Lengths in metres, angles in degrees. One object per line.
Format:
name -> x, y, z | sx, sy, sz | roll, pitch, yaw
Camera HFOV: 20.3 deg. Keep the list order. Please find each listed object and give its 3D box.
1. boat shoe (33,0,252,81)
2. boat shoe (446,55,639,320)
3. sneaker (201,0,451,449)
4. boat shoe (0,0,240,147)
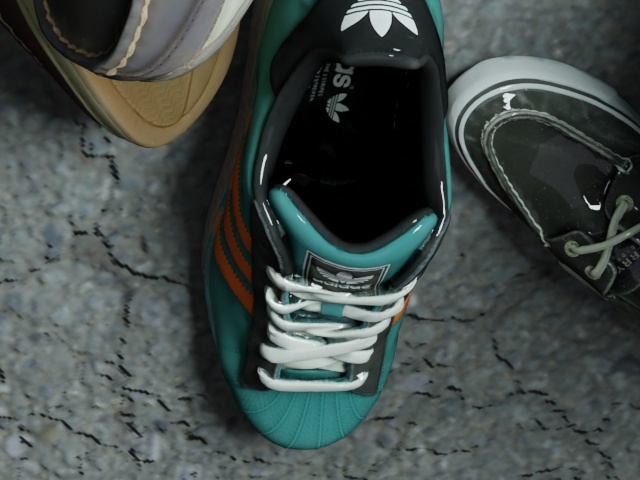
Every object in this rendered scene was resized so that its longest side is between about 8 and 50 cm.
boat shoe -> -0.088, -0.223, 0.576 | 0.130, 0.132, 0.355 | -14, 114, -36
boat shoe -> 0.151, -0.011, 0.883 | 0.219, 0.070, 0.078 | 34, 116, -25
sneaker -> 0.000, 0.000, 0.846 | 0.108, 0.121, 0.302 | 1, 126, -6
boat shoe -> -0.139, -0.183, 0.720 | 0.123, 0.123, 0.342 | 14, 147, 38
